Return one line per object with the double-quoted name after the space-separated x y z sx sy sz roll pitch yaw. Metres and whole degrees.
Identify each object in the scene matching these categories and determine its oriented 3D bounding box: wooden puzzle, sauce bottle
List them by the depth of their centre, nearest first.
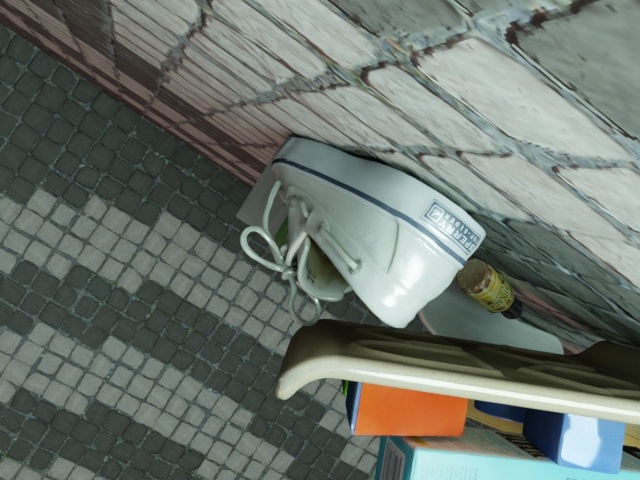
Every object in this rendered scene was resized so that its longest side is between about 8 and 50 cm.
0.139 0.131 0.640 0.348 0.080 0.322 4 178 0 "wooden puzzle"
0.197 0.059 0.813 0.042 0.042 0.128 31 180 42 "sauce bottle"

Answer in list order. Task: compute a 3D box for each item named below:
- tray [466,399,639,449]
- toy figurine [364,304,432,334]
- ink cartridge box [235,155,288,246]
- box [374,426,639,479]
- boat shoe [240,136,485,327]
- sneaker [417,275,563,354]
0.235 0.215 1.004 0.203 0.076 0.411 21 173 -30 "tray"
0.207 0.153 1.553 0.210 0.148 0.213 33 179 7 "toy figurine"
-0.027 -0.039 0.974 0.062 0.108 0.209 33 178 -34 "ink cartridge box"
0.176 0.200 0.592 0.245 0.060 0.100 9 178 -9 "box"
0.007 0.005 0.695 0.136 0.156 0.367 36 178 -27 "boat shoe"
0.215 0.119 1.091 0.293 0.108 0.169 32 176 -28 "sneaker"
